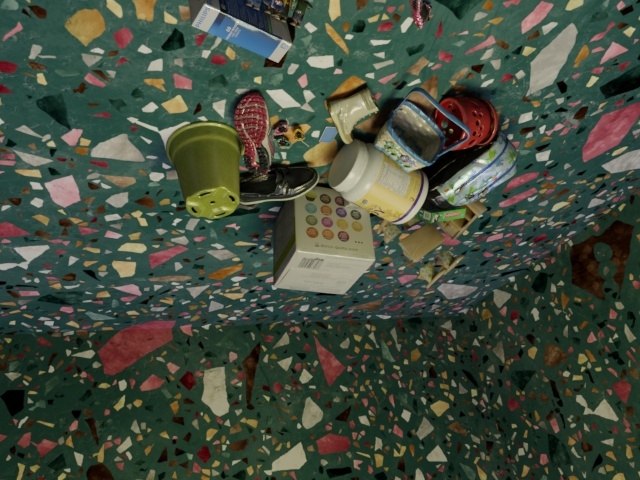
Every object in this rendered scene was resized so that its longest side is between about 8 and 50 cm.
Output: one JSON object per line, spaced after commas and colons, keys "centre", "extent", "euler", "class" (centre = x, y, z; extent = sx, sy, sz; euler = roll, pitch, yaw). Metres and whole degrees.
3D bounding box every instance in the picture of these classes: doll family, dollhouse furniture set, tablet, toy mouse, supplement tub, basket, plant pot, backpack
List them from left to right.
{"centre": [-0.384, -0.225, 1.826], "extent": [0.276, 0.254, 0.276], "euler": [-11, 151, -6], "class": "plant pot"}
{"centre": [-0.109, -0.636, 1.365], "extent": [0.193, 0.076, 0.111], "euler": [5, 111, -45], "class": "doll family"}
{"centre": [-0.131, -0.380, 1.887], "extent": [0.143, 0.031, 0.161], "euler": [-11, 149, 10], "class": "toy mouse"}
{"centre": [0.031, -0.393, 1.963], "extent": [0.054, 0.006, 0.083], "euler": [0, 148, -23], "class": "tablet"}
{"centre": [0.222, -0.228, 2.044], "extent": [0.331, 0.241, 0.241], "euler": [24, 137, -24], "class": "supplement tub"}
{"centre": [0.350, -0.381, 1.862], "extent": [0.254, 0.201, 0.289], "euler": [37, 143, -10], "class": "basket"}
{"centre": [0.544, -0.055, 2.457], "extent": [0.394, 0.362, 0.256], "euler": [-31, 163, -30], "class": "dollhouse furniture set"}
{"centre": [0.536, -0.433, 1.932], "extent": [0.174, 0.191, 0.191], "euler": [-12, 153, -21], "class": "plant pot"}
{"centre": [0.604, -0.297, 2.118], "extent": [0.273, 0.290, 0.355], "euler": [33, 120, -9], "class": "backpack"}

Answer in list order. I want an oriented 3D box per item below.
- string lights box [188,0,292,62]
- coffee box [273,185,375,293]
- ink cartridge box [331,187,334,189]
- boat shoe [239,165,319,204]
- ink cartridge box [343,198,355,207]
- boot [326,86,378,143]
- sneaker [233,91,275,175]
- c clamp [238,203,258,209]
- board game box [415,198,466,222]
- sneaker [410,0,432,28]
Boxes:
{"centre": [-0.209, -0.582, 1.384], "extent": [0.259, 0.133, 0.077], "euler": [11, 144, -37], "class": "string lights box"}
{"centre": [0.000, 0.000, 2.267], "extent": [0.337, 0.334, 0.338], "euler": [8, 148, -18], "class": "coffee box"}
{"centre": [0.153, -0.184, 2.353], "extent": [0.224, 0.045, 0.223], "euler": [-8, 151, -10], "class": "ink cartridge box"}
{"centre": [-0.176, -0.229, 2.044], "extent": [0.340, 0.127, 0.113], "euler": [-9, 161, 5], "class": "boat shoe"}
{"centre": [0.150, -0.210, 2.182], "extent": [0.109, 0.150, 0.063], "euler": [0, 171, -23], "class": "ink cartridge box"}
{"centre": [0.129, -0.436, 1.859], "extent": [0.165, 0.077, 0.213], "euler": [-21, 148, 10], "class": "boot"}
{"centre": [-0.218, -0.370, 1.798], "extent": [0.121, 0.112, 0.299], "euler": [13, 136, 10], "class": "sneaker"}
{"centre": [-0.314, -0.173, 2.193], "extent": [0.160, 0.022, 0.137], "euler": [17, 139, -42], "class": "c clamp"}
{"centre": [0.425, -0.154, 2.246], "extent": [0.213, 0.317, 0.046], "euler": [-10, 116, -36], "class": "board game box"}
{"centre": [0.297, -0.677, 1.538], "extent": [0.057, 0.047, 0.119], "euler": [-31, 154, 2], "class": "sneaker"}
